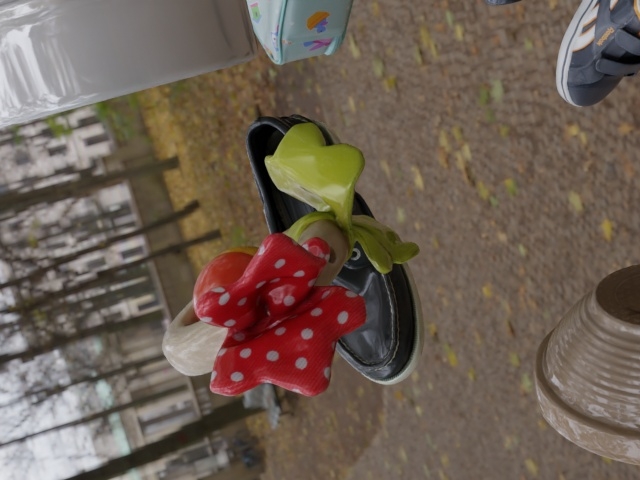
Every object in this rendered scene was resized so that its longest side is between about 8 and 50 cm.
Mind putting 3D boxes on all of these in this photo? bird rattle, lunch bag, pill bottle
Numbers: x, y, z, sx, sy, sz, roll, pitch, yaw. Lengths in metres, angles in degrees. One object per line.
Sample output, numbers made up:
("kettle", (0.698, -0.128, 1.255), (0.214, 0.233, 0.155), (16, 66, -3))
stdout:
("bird rattle", (-0.033, 0.042, 0.764), (0.143, 0.207, 0.253), (46, -142, -16))
("lunch bag", (-0.035, -0.381, 1.252), (0.279, 0.108, 0.224), (103, 149, -50))
("pill bottle", (-0.179, -0.277, 0.616), (0.224, 0.224, 0.392), (-150, 43, -76))

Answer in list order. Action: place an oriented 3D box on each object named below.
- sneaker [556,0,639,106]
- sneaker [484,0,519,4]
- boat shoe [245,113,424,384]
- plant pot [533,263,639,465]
("sneaker", (0.437, -0.301, 1.440), (0.127, 0.126, 0.321), (53, 148, 35))
("sneaker", (0.290, -0.428, 1.573), (0.209, 0.069, 0.082), (-62, -32, -51))
("boat shoe", (0.003, -0.003, 1.102), (0.113, 0.127, 0.340), (19, -133, -53))
("plant pot", (0.317, 0.095, 0.956), (0.237, 0.237, 0.109), (-126, 23, -62))
